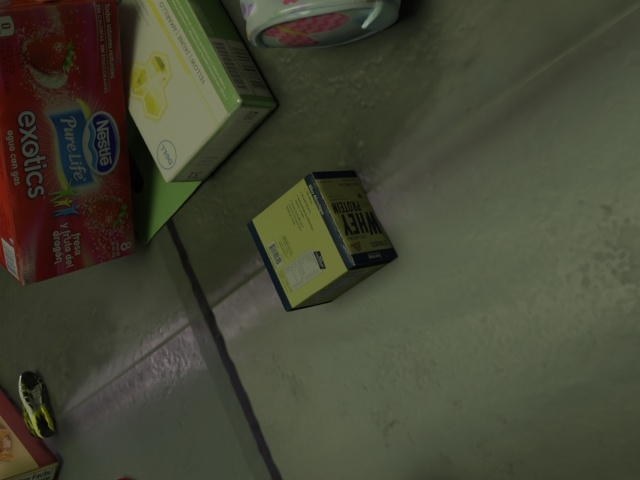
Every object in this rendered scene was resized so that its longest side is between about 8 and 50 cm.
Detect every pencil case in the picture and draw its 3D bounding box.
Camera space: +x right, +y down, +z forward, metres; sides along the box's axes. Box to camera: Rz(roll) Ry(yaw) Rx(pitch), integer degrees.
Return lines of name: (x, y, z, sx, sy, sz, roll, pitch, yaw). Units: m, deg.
pencil case: (-0.015, -0.279, 0.626, 0.124, 0.113, 0.273, -8, 90, 16)

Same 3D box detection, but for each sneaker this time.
sneaker: (-0.342, 0.196, 1.004, 0.035, 0.031, 0.083, -27, 78, 39)

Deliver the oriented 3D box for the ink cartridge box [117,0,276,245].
ink cartridge box: (-0.160, -0.123, 0.803, 0.235, 0.056, 0.171, -40, 70, 34)

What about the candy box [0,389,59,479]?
candy box: (-0.446, 0.346, 1.071, 0.183, 0.087, 0.316, 37, 118, 30)

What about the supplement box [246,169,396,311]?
supplement box: (0.000, 0.000, 0.682, 0.083, 0.056, 0.083, -36, 73, 37)

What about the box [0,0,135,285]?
box: (-0.263, -0.106, 0.800, 0.128, 0.123, 0.256, 30, 128, 43)

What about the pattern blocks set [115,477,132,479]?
pattern blocks set: (-0.169, 0.446, 0.896, 0.325, 0.026, 0.285, 44, 121, 27)
